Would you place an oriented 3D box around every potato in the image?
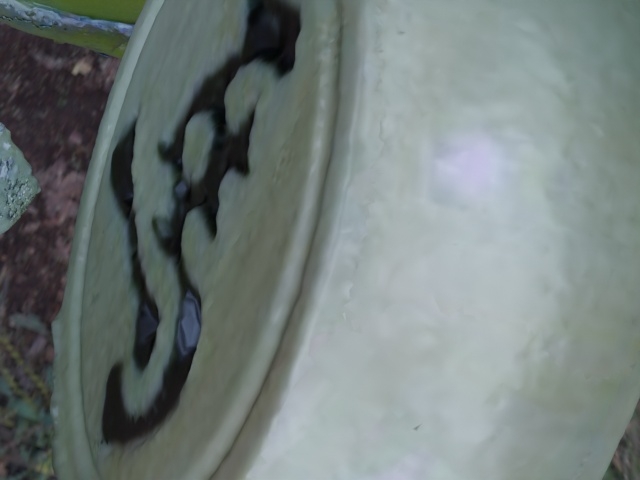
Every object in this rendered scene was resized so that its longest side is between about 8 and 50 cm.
[{"bbox_3d":[-0.182,-0.172,1.081,0.198,0.119,0.054,8,125,-16],"label":"potato"}]

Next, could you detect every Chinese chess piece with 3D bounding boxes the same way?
[{"bbox_3d":[0.000,0.000,0.455,0.101,0.250,0.250,15,111,-25],"label":"Chinese chess piece"}]

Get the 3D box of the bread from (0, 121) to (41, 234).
[{"bbox_3d":[-0.256,-0.076,0.780,0.232,0.064,0.172,8,95,-22],"label":"bread"}]
